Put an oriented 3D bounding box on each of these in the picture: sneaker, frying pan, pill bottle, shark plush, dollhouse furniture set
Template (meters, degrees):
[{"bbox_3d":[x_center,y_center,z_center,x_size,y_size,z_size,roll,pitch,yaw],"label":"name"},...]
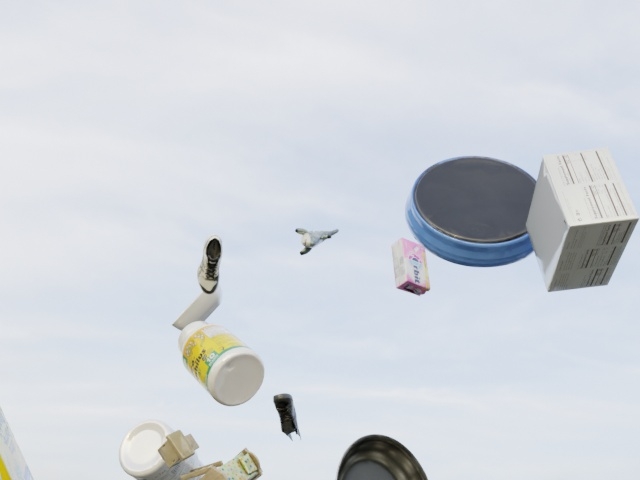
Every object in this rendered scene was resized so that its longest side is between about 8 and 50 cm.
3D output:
[{"bbox_3d":[-0.087,0.475,1.737,0.051,0.089,0.170,-13,-32,2],"label":"sneaker"},{"bbox_3d":[0.127,0.457,0.990,0.197,0.326,0.053,-18,-15,-45],"label":"frying pan"},{"bbox_3d":[-0.208,0.237,1.302,0.117,0.118,0.208,30,-3,-36],"label":"pill bottle"},{"bbox_3d":[0.000,0.000,1.754,0.067,0.073,0.161,-7,-4,37],"label":"shark plush"},{"bbox_3d":[-0.359,0.518,1.512,0.131,0.131,0.229,-6,-38,14],"label":"pill bottle"},{"bbox_3d":[-0.150,0.033,0.881,0.031,0.083,0.037,4,1,-12],"label":"sneaker"},{"bbox_3d":[-0.194,0.414,1.272,0.101,0.161,0.182,-46,-16,22],"label":"dollhouse furniture set"}]

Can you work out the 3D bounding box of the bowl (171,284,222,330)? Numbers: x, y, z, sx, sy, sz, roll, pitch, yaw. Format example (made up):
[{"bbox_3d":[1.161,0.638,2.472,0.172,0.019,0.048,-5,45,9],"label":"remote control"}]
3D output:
[{"bbox_3d":[-0.285,0.161,1.552,0.053,0.142,0.142,42,-2,-6],"label":"bowl"}]

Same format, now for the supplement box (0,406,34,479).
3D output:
[{"bbox_3d":[-0.632,0.324,1.055,0.194,0.357,0.195,-24,9,-20],"label":"supplement box"}]

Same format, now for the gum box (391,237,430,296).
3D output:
[{"bbox_3d":[0.312,0.095,2.239,0.107,0.188,0.062,20,-40,-29],"label":"gum box"}]

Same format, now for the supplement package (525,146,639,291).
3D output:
[{"bbox_3d":[0.575,-0.042,1.459,0.145,0.204,0.262,-7,-36,2],"label":"supplement package"}]

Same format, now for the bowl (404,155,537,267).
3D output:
[{"bbox_3d":[0.429,-0.094,1.779,0.391,0.391,0.077,0,-44,5],"label":"bowl"}]
